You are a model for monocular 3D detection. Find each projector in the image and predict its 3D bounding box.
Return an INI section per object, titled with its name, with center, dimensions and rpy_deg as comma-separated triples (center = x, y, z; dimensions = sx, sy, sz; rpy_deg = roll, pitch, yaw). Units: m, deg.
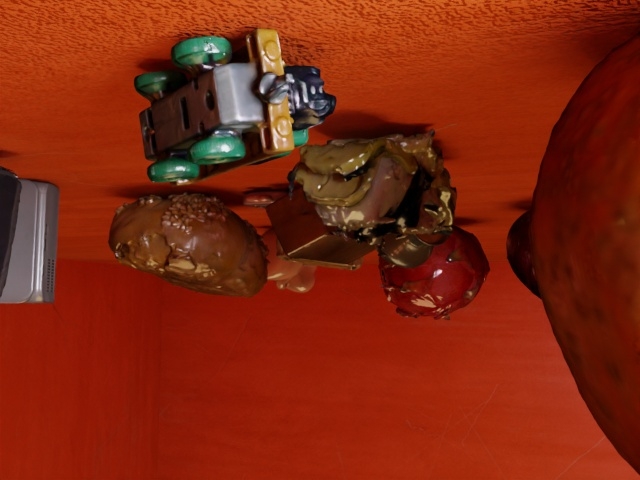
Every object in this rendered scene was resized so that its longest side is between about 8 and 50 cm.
[projector]
center = -0.558, 0.005, 1.158
dimensions = 0.251, 0.198, 0.108
rpy_deg = 0, 174, -4

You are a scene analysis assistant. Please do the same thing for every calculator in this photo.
[calculator]
center = -0.078, -0.070, 1.260
dimensions = 0.103, 0.024, 0.166
rpy_deg = -1, 177, 20

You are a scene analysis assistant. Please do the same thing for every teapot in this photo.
[teapot]
center = 0.142, -0.019, 1.245
dimensions = 0.166, 0.130, 0.119
rpy_deg = -3, 163, -34

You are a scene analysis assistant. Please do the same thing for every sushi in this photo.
[sushi]
center = 0.087, -0.057, 0.844
dimensions = 0.139, 0.131, 0.291
rpy_deg = -1, 167, 31

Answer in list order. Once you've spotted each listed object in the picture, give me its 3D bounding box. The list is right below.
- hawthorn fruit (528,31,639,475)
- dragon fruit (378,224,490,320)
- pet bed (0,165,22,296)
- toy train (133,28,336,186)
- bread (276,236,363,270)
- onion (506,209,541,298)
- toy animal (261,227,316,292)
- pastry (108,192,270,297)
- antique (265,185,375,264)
[hawthorn fruit]
center = 0.332, 0.036, 0.449
dimensions = 0.403, 0.402, 0.403
rpy_deg = 0, 175, 0
[dragon fruit]
center = 0.256, 0.065, 1.643
dimensions = 0.253, 0.240, 0.241
rpy_deg = 15, 175, 1
[pet bed]
center = -0.503, -0.013, 0.913
dimensions = 0.159, 0.210, 0.183
rpy_deg = 8, 180, 30
[toy train]
center = -0.069, -0.102, 0.588
dimensions = 0.136, 0.091, 0.228
rpy_deg = -9, 180, -37
[bread]
center = 0.000, -0.001, 1.543
dimensions = 0.192, 0.109, 0.210
rpy_deg = 6, 175, 3
[onion]
center = 0.492, 0.053, 1.348
dimensions = 0.314, 0.232, 0.314
rpy_deg = 18, -159, -7
[toy animal]
center = -0.081, 0.047, 1.821
dimensions = 0.171, 0.171, 0.198
rpy_deg = -2, 172, 24
[pastry]
center = -0.228, 0.002, 1.303
dimensions = 0.255, 0.161, 0.311
rpy_deg = 9, 169, 25
[antique]
center = 0.015, -0.020, 1.277
dimensions = 0.087, 0.093, 0.310
rpy_deg = -29, 166, 17
